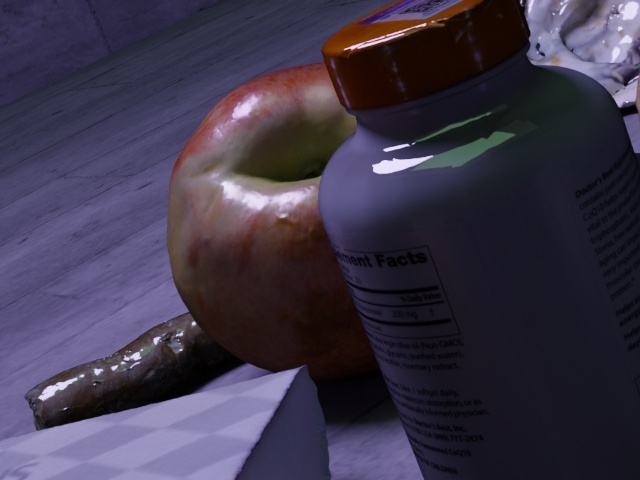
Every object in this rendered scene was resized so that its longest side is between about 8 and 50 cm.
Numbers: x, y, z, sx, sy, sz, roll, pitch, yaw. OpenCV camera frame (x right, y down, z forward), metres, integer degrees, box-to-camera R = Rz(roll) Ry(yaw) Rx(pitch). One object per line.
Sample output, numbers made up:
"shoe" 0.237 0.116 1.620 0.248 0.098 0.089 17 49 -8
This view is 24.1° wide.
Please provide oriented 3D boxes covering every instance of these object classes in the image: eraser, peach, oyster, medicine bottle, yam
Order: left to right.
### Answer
"eraser" -0.199 0.196 0.928 0.397 0.082 0.213 -15 17 21
"yam" -0.115 0.089 1.209 0.253 0.061 0.061 -28 18 -19
"peach" 0.000 0.000 1.103 0.232 0.257 0.232 -3 60 4
"medicine bottle" 0.095 0.018 0.756 0.157 0.289 0.157 -20 16 6
"oyster" 0.294 -0.205 1.505 0.223 0.214 0.083 21 -2 35

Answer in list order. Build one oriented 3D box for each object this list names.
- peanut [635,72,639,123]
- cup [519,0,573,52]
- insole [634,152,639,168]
"peanut" 0.330 -0.135 1.248 0.130 0.130 0.290 -15 15 21
"cup" 0.190 -0.246 1.667 0.199 0.150 0.199 -12 9 2
"insole" 0.120 -0.015 1.273 0.348 0.009 0.119 -14 29 8
